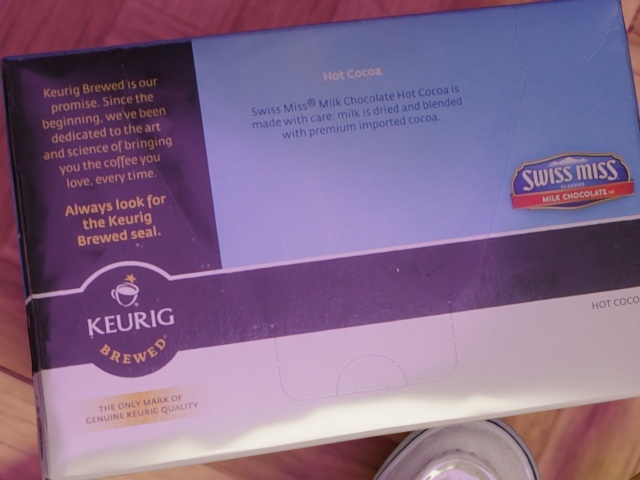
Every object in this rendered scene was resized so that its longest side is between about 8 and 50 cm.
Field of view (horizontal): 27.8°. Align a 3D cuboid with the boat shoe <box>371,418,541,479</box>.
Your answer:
[{"bbox_3d":[0.032,0.269,0.753,0.135,0.156,0.367,24,83,12],"label":"boat shoe"}]

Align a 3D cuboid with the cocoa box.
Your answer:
[{"bbox_3d":[0.000,0.000,0.784,0.347,0.231,0.228,-7,86,-8],"label":"cocoa box"}]

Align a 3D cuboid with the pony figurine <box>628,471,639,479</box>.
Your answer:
[{"bbox_3d":[0.282,0.321,0.809,0.351,0.303,0.363,23,86,27],"label":"pony figurine"}]
